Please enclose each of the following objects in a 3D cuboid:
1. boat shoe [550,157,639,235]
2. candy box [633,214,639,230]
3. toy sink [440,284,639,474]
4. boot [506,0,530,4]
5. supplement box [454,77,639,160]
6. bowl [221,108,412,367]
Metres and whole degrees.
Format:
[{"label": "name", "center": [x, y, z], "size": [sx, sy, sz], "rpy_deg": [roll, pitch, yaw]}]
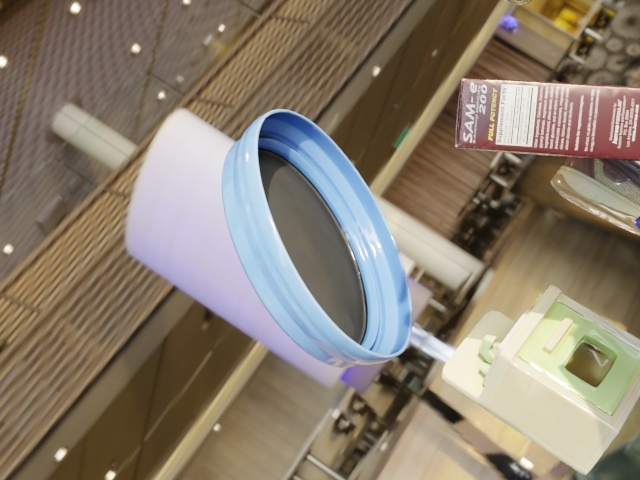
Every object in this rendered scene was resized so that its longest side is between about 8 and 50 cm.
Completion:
[{"label": "boat shoe", "center": [0.414, -0.037, 0.975], "size": [0.092, 0.285, 0.103], "rpy_deg": [-64, -18, 6]}, {"label": "candy box", "center": [0.473, 0.063, 0.749], "size": [0.268, 0.317, 0.122], "rpy_deg": [-12, -26, -40]}, {"label": "toy sink", "center": [0.305, 0.166, 1.129], "size": [0.153, 0.234, 0.131], "rpy_deg": [-42, -25, -34]}, {"label": "boot", "center": [0.151, -0.402, 1.052], "size": [0.203, 0.262, 0.095], "rpy_deg": [-8, -29, -43]}, {"label": "supplement box", "center": [0.259, -0.121, 0.853], "size": [0.130, 0.239, 0.073], "rpy_deg": [-37, -48, -77]}, {"label": "bowl", "center": [0.000, 0.000, 1.211], "size": [0.077, 0.391, 0.391], "rpy_deg": [-27, 6, 24]}]
